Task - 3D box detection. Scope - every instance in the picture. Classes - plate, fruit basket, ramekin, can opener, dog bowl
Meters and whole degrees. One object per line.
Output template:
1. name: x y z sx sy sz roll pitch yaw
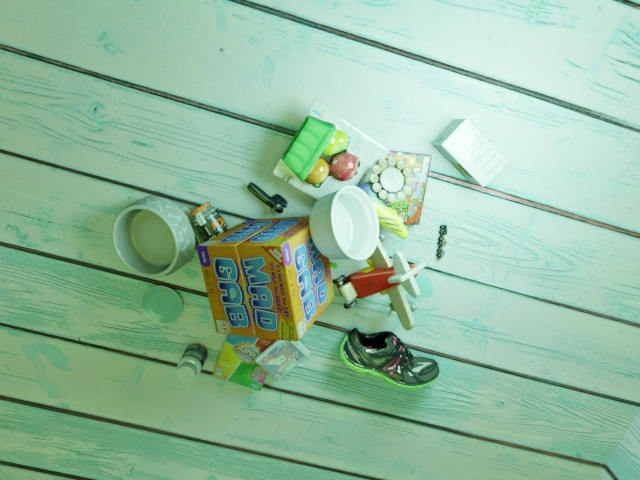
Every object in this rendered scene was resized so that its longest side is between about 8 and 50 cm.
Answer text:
1. plate: -0.715 0.288 1.835 0.188 0.024 0.188 0 106 -1
2. fruit basket: 0.040 -0.317 1.615 0.353 0.165 0.327 26 110 -23
3. ramekin: 0.085 -0.057 1.517 0.135 0.277 0.277 -10 111 42
4. can opener: -0.227 -0.177 1.698 0.186 0.073 0.059 32 142 -7
5. dog bowl: -0.694 -0.004 1.668 0.348 0.102 0.349 4 107 13

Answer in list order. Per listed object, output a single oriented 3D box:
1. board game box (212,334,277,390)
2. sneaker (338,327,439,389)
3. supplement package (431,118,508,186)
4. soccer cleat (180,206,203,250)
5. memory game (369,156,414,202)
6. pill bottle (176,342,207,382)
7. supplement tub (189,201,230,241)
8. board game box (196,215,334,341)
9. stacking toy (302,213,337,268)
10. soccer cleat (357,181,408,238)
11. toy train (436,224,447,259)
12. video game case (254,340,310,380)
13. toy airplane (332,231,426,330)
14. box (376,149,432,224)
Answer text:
1. board game box: -0.336 0.522 1.890 0.242 0.064 0.317 20 105 -7
2. sneaker: 0.328 0.527 1.843 0.482 0.185 0.202 16 109 -7
3. supplement package: 0.588 -0.348 1.610 0.244 0.139 0.134 41 100 -11
4. soccer cleat: -0.545 -0.048 1.711 0.068 0.076 0.196 -18 106 4
5. memory game: 0.282 -0.240 1.604 0.186 0.012 0.186 2 82 -12
6. pill bottle: -0.583 0.554 1.835 0.107 0.180 0.108 0 107 -1
7. supplement tub: -0.452 -0.059 1.689 0.117 0.117 0.190 -29 106 7
8. board game box: -0.192 0.128 1.569 0.356 0.356 0.357 -1 108 25
9. stacking toy: 0.000 0.000 1.706 0.221 0.052 0.167 23 107 23
10. soccer cleat: 0.239 -0.105 1.636 0.121 0.093 0.289 -41 94 0
11. toy train: 0.532 0.007 1.774 0.036 0.027 0.158 -1 106 -12
12. video game case: -0.170 0.531 1.865 0.201 0.023 0.183 -39 124 -3
13. toy airplane: 0.270 0.139 1.683 0.384 0.272 0.386 28 122 24
14. box: 0.333 -0.218 1.686 0.200 0.057 0.294 6 106 -1
